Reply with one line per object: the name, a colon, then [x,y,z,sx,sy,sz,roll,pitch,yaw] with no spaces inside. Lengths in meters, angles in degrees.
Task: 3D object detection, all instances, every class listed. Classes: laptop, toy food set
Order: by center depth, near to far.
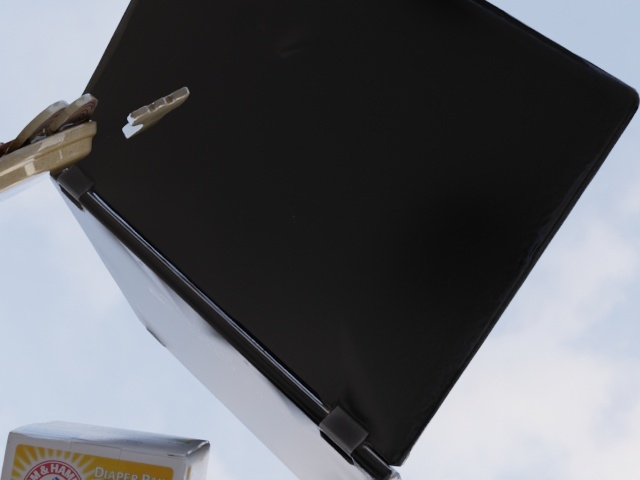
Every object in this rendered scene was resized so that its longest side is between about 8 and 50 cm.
toy food set: [-0.160,-0.034,0.490,0.192,0.132,0.038,-29,-82,-14]
laptop: [0.000,0.000,0.818,0.382,0.236,0.408,40,-18,30]

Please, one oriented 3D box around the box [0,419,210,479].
box: [-0.143,0.221,0.674,0.114,0.103,0.203,8,-95,3]
